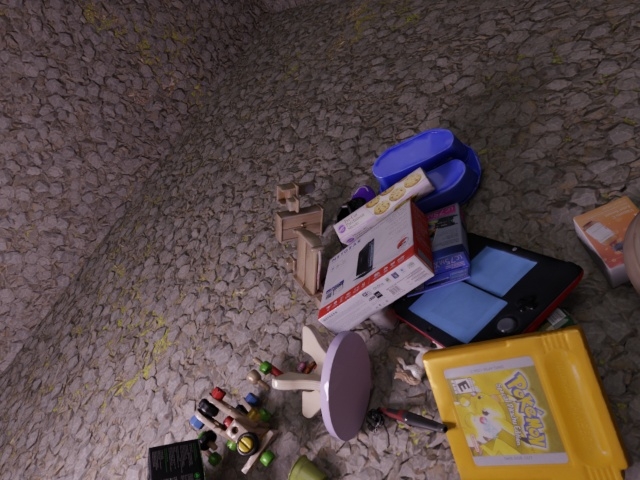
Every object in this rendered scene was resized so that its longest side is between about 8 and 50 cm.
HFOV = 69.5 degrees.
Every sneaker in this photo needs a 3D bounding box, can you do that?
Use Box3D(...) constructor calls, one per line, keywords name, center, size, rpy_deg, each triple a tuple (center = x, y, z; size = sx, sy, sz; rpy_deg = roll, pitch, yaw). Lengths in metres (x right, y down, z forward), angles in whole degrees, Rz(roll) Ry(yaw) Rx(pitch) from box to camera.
Box3D(name="sneaker", center=(0.120, -0.095, 1.577), size=(0.102, 0.146, 0.293), rpy_deg=(-10, 51, 32))

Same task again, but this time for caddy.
Box3D(name="caddy", center=(0.336, -0.200, 1.485), size=(0.341, 0.179, 0.241), rpy_deg=(-23, 68, 24))

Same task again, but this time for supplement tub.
Box3D(name="supplement tub", center=(0.173, 0.207, 1.311), size=(0.071, 0.107, 0.071), rpy_deg=(-21, 45, 22))

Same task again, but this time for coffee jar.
Box3D(name="coffee jar", center=(0.491, 0.234, 1.056), size=(0.184, 0.096, 0.079), rpy_deg=(-36, 39, 8))

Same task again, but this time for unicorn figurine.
Box3D(name="unicorn figurine", center=(0.265, 0.304, 1.206), size=(0.111, 0.060, 0.161), rpy_deg=(19, 81, 35))

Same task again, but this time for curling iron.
Box3D(name="curling iron", center=(0.199, 0.431, 1.087), size=(0.274, 0.035, 0.068), rpy_deg=(-23, 35, 55))

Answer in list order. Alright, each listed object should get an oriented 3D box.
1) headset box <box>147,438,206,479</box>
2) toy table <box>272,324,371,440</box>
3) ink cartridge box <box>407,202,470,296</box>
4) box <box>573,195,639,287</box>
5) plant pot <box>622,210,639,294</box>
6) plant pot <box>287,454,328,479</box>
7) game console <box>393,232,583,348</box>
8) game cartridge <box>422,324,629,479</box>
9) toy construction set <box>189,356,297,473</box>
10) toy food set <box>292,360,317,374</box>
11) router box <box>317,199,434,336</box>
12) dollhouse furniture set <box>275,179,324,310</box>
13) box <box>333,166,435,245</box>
Box3D(name="headset box", center=(-0.373, 0.709, 1.190), size=(0.246, 0.131, 0.283), rpy_deg=(-120, 36, -48))
Box3D(name="toy table", center=(0.017, 0.364, 1.214), size=(0.161, 0.252, 0.274), rpy_deg=(4, 84, 42))
Box3D(name="ink cartridge box", center=(0.325, 0.019, 1.327), size=(0.186, 0.065, 0.311), rpy_deg=(-20, 30, 25))
Box3D(name="box", center=(0.708, 0.002, 1.091), size=(0.130, 0.091, 0.170), rpy_deg=(-27, 43, 17))
Box3D(name="plant pot", center=(0.778, -0.011, 0.834), size=(0.323, 0.280, 0.323), rpy_deg=(-5, 67, 11))
Box3D(name="plant pot", center=(-0.026, 0.600, 1.164), size=(0.079, 0.083, 0.083), rpy_deg=(17, 67, 30))
Box3D(name="game console", center=(0.392, 0.131, 1.167), size=(0.342, 0.060, 0.386), rpy_deg=(-44, 27, -8))
Box3D(name="game cartridge", center=(0.394, 0.337, 0.923), size=(0.324, 0.053, 0.285), rpy_deg=(-22, 83, 36))
Box3D(name="toy construction set", center=(-0.173, 0.501, 1.287), size=(0.237, 0.257, 0.309), rpy_deg=(28, 55, 29))
Box3D(name="toy food set", center=(-0.037, 0.393, 1.380), size=(0.122, 0.019, 0.077), rpy_deg=(-21, 46, 22))
Box3D(name="router box", center=(0.153, 0.073, 1.302), size=(0.335, 0.082, 0.301), rpy_deg=(-39, 19, 26))
Box3D(name="dollhouse furniture set", center=(0.000, 0.000, 1.537), size=(0.174, 0.303, 0.355), rpy_deg=(-14, 36, -26))
Box3D(name="box", center=(0.191, -0.098, 1.400), size=(0.324, 0.063, 0.067), rpy_deg=(-33, 63, 19))
